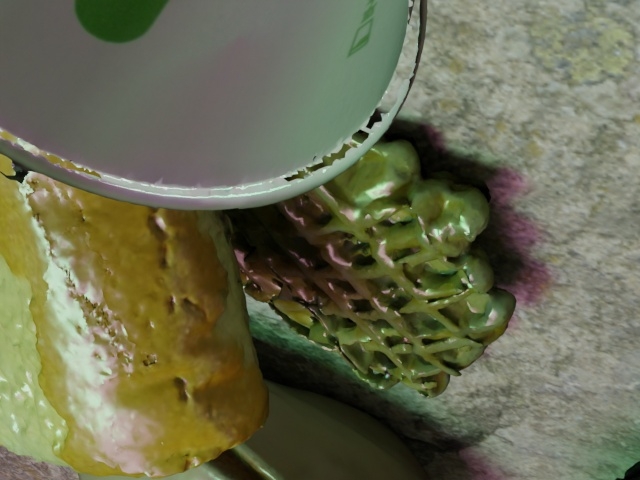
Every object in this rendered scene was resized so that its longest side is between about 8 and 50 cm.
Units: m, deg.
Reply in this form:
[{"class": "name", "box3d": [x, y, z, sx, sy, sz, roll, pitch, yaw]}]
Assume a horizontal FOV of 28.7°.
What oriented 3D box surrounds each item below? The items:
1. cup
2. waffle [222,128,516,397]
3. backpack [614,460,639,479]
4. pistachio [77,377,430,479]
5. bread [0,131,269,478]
[{"class": "cup", "box3d": [-0.048, -0.189, 0.505, 0.253, 0.274, 0.253, 14, 142, 11]}, {"class": "waffle", "box3d": [0.000, 0.000, 0.971, 0.317, 0.073, 0.297, 27, 149, 13]}, {"class": "backpack", "box3d": [0.340, 0.309, 0.982, 0.363, 0.254, 0.446, 35, 136, -11]}, {"class": "pistachio", "box3d": [-0.062, 0.272, 1.275, 0.445, 0.281, 0.365, 34, 162, 22]}, {"class": "bread", "box3d": [-0.170, -0.034, 0.869, 0.237, 0.165, 0.375, 1, 111, 43]}]
